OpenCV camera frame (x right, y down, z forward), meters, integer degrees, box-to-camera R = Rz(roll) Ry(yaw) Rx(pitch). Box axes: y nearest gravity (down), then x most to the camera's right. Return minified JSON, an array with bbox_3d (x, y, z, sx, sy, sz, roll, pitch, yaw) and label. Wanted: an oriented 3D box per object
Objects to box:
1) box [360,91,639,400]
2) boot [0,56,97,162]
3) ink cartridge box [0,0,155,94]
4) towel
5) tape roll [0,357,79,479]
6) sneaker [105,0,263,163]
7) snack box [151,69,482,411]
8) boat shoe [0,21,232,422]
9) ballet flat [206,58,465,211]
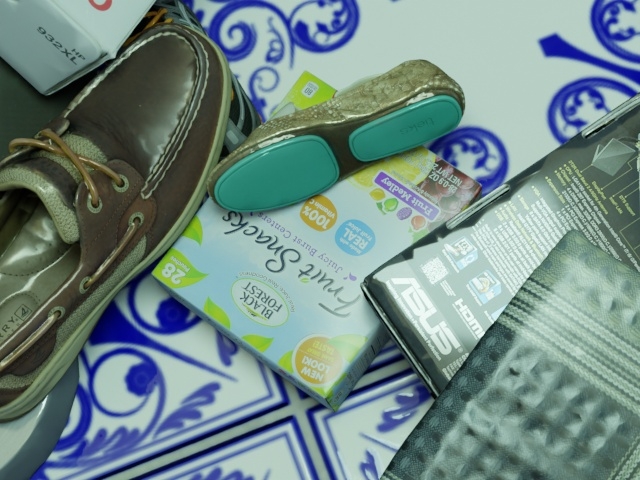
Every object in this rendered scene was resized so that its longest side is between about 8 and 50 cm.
[{"bbox_3d":[0.264,0.105,1.197,0.318,0.097,0.395,-35,83,-1],"label":"box"},{"bbox_3d":[-0.253,-0.174,1.381,0.112,0.115,0.305,13,75,-30],"label":"boot"},{"bbox_3d":[-0.188,-0.303,1.297,0.223,0.129,0.307,43,60,-18],"label":"ink cartridge box"},{"bbox_3d":[0.209,0.203,1.124,0.324,0.056,0.312,36,86,8],"label":"towel"},{"bbox_3d":[-0.306,0.104,1.322,0.219,0.072,0.219,-2,75,8],"label":"tape roll"},{"bbox_3d":[-0.122,-0.150,1.361,0.084,0.083,0.215,-43,72,-3],"label":"sneaker"},{"bbox_3d":[0.000,0.000,1.308,0.174,0.070,0.207,34,82,15],"label":"snack box"},{"bbox_3d":[-0.184,-0.024,1.236,0.123,0.123,0.342,33,83,15],"label":"boat shoe"},{"bbox_3d":[0.008,-0.082,1.269,0.206,0.073,0.067,-19,44,-1],"label":"ballet flat"}]
